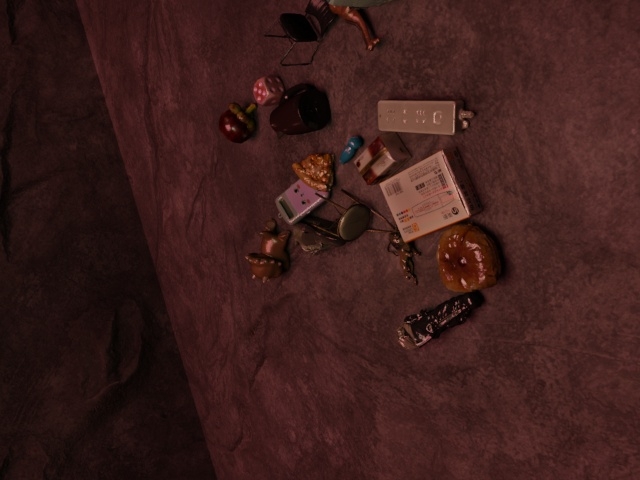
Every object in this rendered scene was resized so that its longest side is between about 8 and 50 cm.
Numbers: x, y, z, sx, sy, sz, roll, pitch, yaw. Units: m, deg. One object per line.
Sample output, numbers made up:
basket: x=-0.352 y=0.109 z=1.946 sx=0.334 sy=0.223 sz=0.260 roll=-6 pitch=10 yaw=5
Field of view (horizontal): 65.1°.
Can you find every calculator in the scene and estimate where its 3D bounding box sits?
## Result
calculator: x=-0.071 y=-0.163 z=1.950 sx=0.246 sy=0.045 sz=0.141 roll=-36 pitch=70 yaw=17

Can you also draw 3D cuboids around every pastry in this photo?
pastry: x=0.439 y=0.061 z=1.500 sx=0.229 sy=0.100 sz=0.218 roll=35 pitch=128 yaw=36

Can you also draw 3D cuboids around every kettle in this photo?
kettle: x=-0.092 y=-0.484 z=1.858 sx=0.232 sy=0.144 sz=0.201 roll=0 pitch=85 yaw=51

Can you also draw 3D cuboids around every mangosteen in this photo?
mangosteen: x=-0.343 y=-0.498 z=2.124 sx=0.182 sy=0.156 sz=0.145 roll=-24 pitch=51 yaw=33

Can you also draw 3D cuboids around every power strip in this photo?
power strip: x=0.305 y=-0.375 z=1.512 sx=0.339 sy=0.058 sz=0.098 roll=15 pitch=115 yaw=43

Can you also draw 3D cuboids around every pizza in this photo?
pizza: x=-0.007 y=-0.268 z=1.873 sx=0.161 sy=0.062 sz=0.182 roll=-43 pitch=66 yaw=15

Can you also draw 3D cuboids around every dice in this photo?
dice: x=-0.202 y=-0.585 z=1.965 sx=0.094 sy=0.093 sz=0.091 roll=-25 pitch=86 yaw=49

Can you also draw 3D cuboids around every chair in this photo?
chair: x=0.127 y=-0.065 z=1.761 sx=0.326 sy=0.170 sz=0.159 roll=35 pitch=125 yaw=42
chair: x=-0.066 y=-0.730 z=1.722 sx=0.221 sy=0.145 sz=0.140 roll=-40 pitch=75 yaw=46

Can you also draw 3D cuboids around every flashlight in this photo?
flashlight: x=0.103 y=-0.316 z=1.767 sx=0.051 sy=0.051 sz=0.129 roll=55 pitch=139 yaw=18

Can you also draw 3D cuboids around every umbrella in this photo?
umbrella: x=0.377 y=0.260 z=1.642 sx=0.358 sy=0.106 sz=0.113 roll=-44 pitch=67 yaw=47

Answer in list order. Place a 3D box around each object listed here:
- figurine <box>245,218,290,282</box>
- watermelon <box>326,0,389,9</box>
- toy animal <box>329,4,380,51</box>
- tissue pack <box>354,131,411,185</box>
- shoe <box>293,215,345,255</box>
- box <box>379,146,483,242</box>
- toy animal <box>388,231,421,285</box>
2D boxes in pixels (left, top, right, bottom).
figurine: x=-0.238 y=0.062 z=2.193 sx=0.177 sy=0.173 sz=0.247 roll=35 pitch=128 yaw=35
watermelon: x=0.141 y=-0.781 z=1.424 sx=0.387 sy=0.259 sz=0.228 roll=-89 pitch=24 yaw=-49
toy animal: x=0.112 y=-0.725 z=1.584 sx=0.224 sy=0.066 sz=0.229 roll=21 pitch=109 yaw=34
tissue pack: x=0.199 y=-0.265 z=1.640 sx=0.149 sy=0.099 sz=0.106 roll=-44 pitch=71 yaw=47
shoe: x=-0.002 y=0.001 z=1.965 sx=0.293 sy=0.109 sz=0.149 roll=25 pitch=125 yaw=45
box: x=0.335 y=-0.135 z=1.546 sx=0.274 sy=0.091 sz=0.220 roll=-23 pitch=88 yaw=49
toy animal: x=0.295 y=0.060 z=1.684 sx=0.086 sy=0.069 sz=0.219 roll=2 pitch=118 yaw=49
